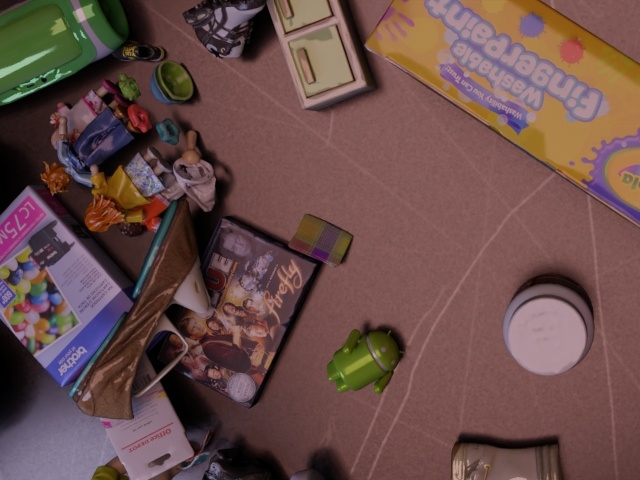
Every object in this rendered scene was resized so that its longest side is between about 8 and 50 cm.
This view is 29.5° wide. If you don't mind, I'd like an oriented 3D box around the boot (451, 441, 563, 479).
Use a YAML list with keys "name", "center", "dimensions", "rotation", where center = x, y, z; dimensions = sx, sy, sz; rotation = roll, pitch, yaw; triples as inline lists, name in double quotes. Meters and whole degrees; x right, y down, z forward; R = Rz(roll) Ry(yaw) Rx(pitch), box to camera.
- name: "boot"
  center: [0.272, 0.396, 1.745]
  dimensions: [0.165, 0.077, 0.213]
  rotation: [-2, 91, 11]

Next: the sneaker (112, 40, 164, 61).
- name: "sneaker"
  center: [-0.280, -0.288, 1.839]
  dimensions: [0.083, 0.035, 0.031]
  rotation: [3, 94, 12]

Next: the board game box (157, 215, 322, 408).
- name: "board game box"
  center: [-0.123, 0.107, 1.828]
  dimensions: [0.165, 0.042, 0.243]
  rotation: [26, 99, 10]

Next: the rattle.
- name: "rattle"
  center: [-0.241, 0.386, 1.863]
  dimensions: [0.199, 0.130, 0.143]
  rotation: [-21, 101, -13]

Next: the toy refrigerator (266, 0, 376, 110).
- name: "toy refrigerator"
  center: [-0.015, -0.331, 1.748]
  dimensions: [0.102, 0.094, 0.270]
  rotation: [-18, 90, 13]

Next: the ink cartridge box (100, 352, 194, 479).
- name: "ink cartridge box"
  center: [-0.269, 0.271, 1.823]
  dimensions: [0.104, 0.061, 0.181]
  rotation: [-26, 71, -10]

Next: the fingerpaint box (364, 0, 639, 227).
- name: "fingerpaint box"
  center: [0.309, -0.180, 1.547]
  dimensions: [0.444, 0.371, 0.163]
  rotation: [35, 100, 9]

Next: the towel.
- name: "towel"
  center: [0.000, 0.000, 1.801]
  dimensions: [0.083, 0.009, 0.060]
  rotation: [23, 73, 10]

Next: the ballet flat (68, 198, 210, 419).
- name: "ballet flat"
  center: [-0.238, 0.112, 1.773]
  dimensions: [0.124, 0.116, 0.342]
  rotation: [28, 86, -8]

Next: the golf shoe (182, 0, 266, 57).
- name: "golf shoe"
  center: [-0.120, -0.313, 1.747]
  dimensions: [0.077, 0.198, 0.094]
  rotation: [-31, 105, -24]

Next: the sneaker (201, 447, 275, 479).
- name: "sneaker"
  center: [-0.174, 0.390, 1.840]
  dimensions: [0.227, 0.087, 0.130]
  rotation: [-20, 88, 10]

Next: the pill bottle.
- name: "pill bottle"
  center: [0.308, 0.114, 1.642]
  dimensions: [0.121, 0.221, 0.121]
  rotation: [1, 94, 12]

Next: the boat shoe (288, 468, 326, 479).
- name: "boat shoe"
  center: [-0.014, 0.523, 1.799]
  dimensions: [0.156, 0.136, 0.367]
  rotation: [-17, 100, 16]

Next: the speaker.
- name: "speaker"
  center: [-0.442, -0.292, 1.830]
  dimensions: [0.296, 0.131, 0.131]
  rotation: [-22, 89, 13]

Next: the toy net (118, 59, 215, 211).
- name: "toy net"
  center: [-0.210, -0.153, 1.790]
  dimensions: [0.045, 0.122, 0.232]
  rotation: [-28, 84, 33]

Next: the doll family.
- name: "doll family"
  center: [-0.327, -0.110, 1.819]
  dimensions: [0.163, 0.118, 0.263]
  rotation: [-40, 85, 12]

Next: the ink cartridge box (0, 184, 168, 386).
- name: "ink cartridge box"
  center: [-0.399, 0.086, 1.881]
  dimensions: [0.186, 0.065, 0.311]
  rotation: [-44, 86, 12]

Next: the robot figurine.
- name: "robot figurine"
  center: [0.065, 0.175, 1.779]
  dimensions: [0.115, 0.067, 0.101]
  rotation: [-31, 114, 12]
